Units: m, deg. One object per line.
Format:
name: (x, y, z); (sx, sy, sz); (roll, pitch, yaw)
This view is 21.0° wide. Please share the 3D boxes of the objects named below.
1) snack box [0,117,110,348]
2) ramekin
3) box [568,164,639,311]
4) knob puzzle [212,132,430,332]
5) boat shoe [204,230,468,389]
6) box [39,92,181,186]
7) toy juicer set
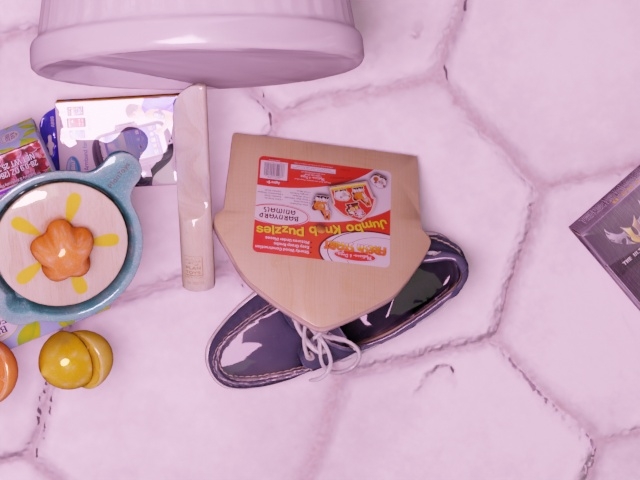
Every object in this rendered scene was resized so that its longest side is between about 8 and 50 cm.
snack box: (-0.309, 0.015, 1.493); (0.207, 0.070, 0.174); (-21, 116, -5)
ramekin: (-0.103, -0.201, 1.413); (0.272, 0.273, 0.127); (-2, 88, -4)
box: (0.374, -0.018, 1.579); (0.231, 0.056, 0.183); (-41, 100, 2)
knob puzzle: (0.000, 0.000, 1.514); (0.213, 0.030, 0.213); (5, 55, -8)
boat shoe: (0.016, 0.069, 1.550); (0.254, 0.079, 0.095); (-20, 100, -2)
box: (-0.181, -0.087, 1.536); (0.136, 0.028, 0.081); (-4, 100, -6)
toy juicer set: (-0.200, 0.032, 1.443); (0.329, 0.089, 0.209); (-26, 117, -5)
